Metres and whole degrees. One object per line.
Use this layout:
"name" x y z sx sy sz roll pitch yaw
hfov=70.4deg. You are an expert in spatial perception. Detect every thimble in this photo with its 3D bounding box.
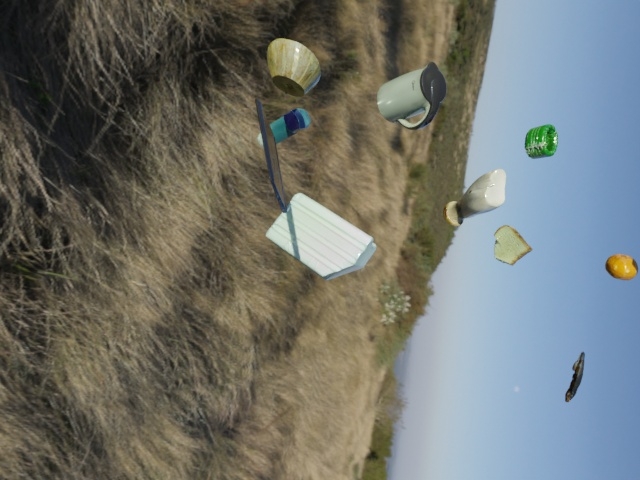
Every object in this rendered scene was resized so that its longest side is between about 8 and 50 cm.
"thimble" 0.849 -0.378 1.746 0.130 0.090 0.118 -39 112 -33

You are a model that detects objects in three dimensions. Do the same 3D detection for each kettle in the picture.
"kettle" 0.349 -0.522 1.702 0.161 0.236 0.222 1 87 -35

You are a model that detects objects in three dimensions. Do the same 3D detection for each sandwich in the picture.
"sandwich" 0.517 0.013 1.255 0.035 0.093 0.105 8 47 -53

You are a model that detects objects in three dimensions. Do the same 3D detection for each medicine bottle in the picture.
"medicine bottle" -0.143 -0.417 1.701 0.124 0.258 0.079 -38 106 -45

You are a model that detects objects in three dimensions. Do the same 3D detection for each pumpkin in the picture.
"pumpkin" -0.112 -0.606 1.652 0.217 0.217 0.110 72 34 -63

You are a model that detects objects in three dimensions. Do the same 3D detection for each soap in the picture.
"soap" 0.000 0.000 1.340 0.173 0.289 0.095 -54 156 -6

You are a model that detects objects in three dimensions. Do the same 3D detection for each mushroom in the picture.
"mushroom" 0.630 -0.162 1.864 0.159 0.122 0.328 -51 -178 -22

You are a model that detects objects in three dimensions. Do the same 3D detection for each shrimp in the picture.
"shrimp" 0.950 0.508 1.695 0.195 0.035 0.148 -68 156 -4

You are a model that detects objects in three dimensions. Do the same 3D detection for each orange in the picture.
"orange" 0.859 0.075 1.294 0.083 0.083 0.070 -39 138 -71

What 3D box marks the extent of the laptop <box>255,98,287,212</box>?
"laptop" -0.096 -0.167 0.898 0.135 0.016 0.197 73 4 -66
